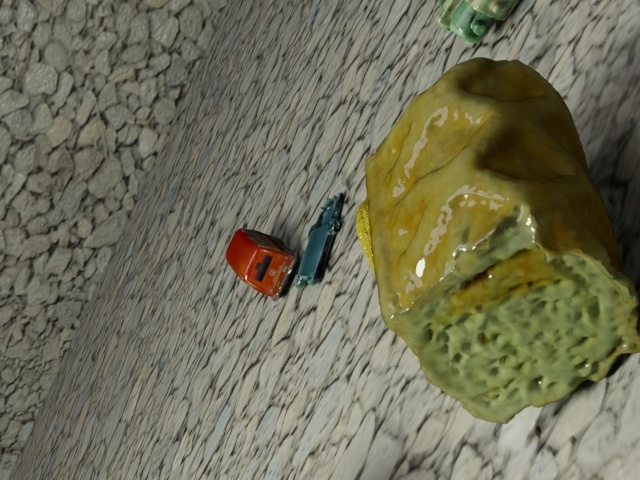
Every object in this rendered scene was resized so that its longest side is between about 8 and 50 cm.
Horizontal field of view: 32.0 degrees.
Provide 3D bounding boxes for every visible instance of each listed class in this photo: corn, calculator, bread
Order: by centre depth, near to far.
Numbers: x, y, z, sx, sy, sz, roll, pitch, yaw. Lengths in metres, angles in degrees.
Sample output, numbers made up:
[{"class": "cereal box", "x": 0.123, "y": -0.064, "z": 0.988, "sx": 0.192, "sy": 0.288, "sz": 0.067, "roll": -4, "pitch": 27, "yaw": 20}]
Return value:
[{"class": "bread", "x": 0.144, "y": 0.000, "z": 0.919, "sx": 0.238, "sy": 0.196, "sz": 0.252, "roll": -48, "pitch": 30, "yaw": 37}, {"class": "corn", "x": 0.083, "y": 0.008, "z": 1.257, "sx": 0.067, "sy": 0.067, "sz": 0.206, "roll": -61, "pitch": 22, "yaw": 21}, {"class": "calculator", "x": 0.000, "y": 0.000, "z": 1.561, "sx": 0.094, "sy": 0.019, "sz": 0.141, "roll": -16, "pitch": 53, "yaw": 66}]

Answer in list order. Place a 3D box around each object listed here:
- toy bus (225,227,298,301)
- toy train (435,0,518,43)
[{"class": "toy bus", "x": -0.093, "y": 0.029, "z": 1.689, "sx": 0.079, "sy": 0.077, "sz": 0.174, "roll": -66, "pitch": 20, "yaw": 5}, {"class": "toy train", "x": 0.200, "y": -0.310, "z": 1.269, "sx": 0.194, "sy": 0.081, "sz": 0.125, "roll": -57, "pitch": 27, "yaw": 26}]
